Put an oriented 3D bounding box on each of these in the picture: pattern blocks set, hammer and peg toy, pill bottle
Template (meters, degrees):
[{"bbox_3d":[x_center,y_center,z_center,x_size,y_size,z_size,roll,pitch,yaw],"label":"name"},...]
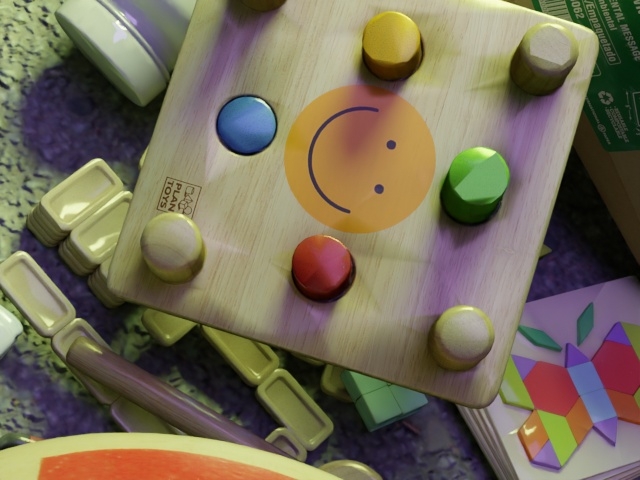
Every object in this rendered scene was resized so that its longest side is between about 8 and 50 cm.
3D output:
[{"bbox_3d":[0.186,0.109,1.302,0.325,0.026,0.285,-30,77,-32],"label":"pattern blocks set"},{"bbox_3d":[0.000,0.000,1.135,0.266,0.127,0.361,18,82,1],"label":"hammer and peg toy"},{"bbox_3d":[-0.079,-0.199,1.289,0.121,0.121,0.216,45,83,6],"label":"pill bottle"}]

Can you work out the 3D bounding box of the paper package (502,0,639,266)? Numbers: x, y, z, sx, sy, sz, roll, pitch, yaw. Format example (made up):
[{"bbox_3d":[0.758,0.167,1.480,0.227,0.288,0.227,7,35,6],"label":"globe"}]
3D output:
[{"bbox_3d":[0.303,-0.162,1.317,0.309,0.168,0.325,-49,118,-37],"label":"paper package"}]

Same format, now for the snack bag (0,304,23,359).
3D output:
[{"bbox_3d":[-0.388,0.050,1.087,0.323,0.037,0.342,45,59,4],"label":"snack bag"}]

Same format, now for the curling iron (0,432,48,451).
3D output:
[{"bbox_3d":[-0.090,0.178,1.164,0.274,0.035,0.068,14,98,-16],"label":"curling iron"}]

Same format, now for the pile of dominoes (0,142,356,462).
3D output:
[{"bbox_3d":[-0.089,0.053,1.250,0.251,0.040,0.196,49,59,-1],"label":"pile of dominoes"}]

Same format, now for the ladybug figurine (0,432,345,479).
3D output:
[{"bbox_3d":[-0.064,0.268,1.016,0.449,0.162,0.305,12,88,-11],"label":"ladybug figurine"}]
